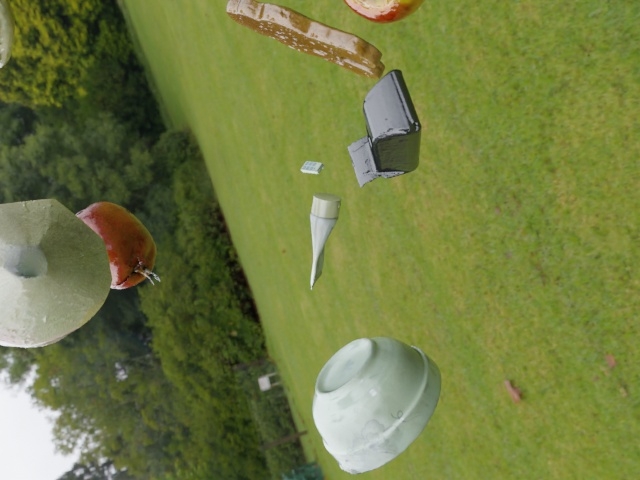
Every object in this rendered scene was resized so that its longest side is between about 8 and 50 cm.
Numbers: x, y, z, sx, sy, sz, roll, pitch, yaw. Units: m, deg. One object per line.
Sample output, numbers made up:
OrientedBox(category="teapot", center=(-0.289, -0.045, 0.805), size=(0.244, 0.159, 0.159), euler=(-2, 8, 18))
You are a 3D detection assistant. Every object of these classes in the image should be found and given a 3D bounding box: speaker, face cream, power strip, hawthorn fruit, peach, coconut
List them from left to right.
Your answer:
OrientedBox(category="coconut", center=(-0.563, 0.061, 1.211), size=(0.309, 0.297, 0.298), euler=(-22, 82, 58))
OrientedBox(category="hawthorn fruit", center=(-0.509, 0.031, 1.602), size=(0.299, 0.211, 0.211), euler=(26, 147, 19))
OrientedBox(category="power strip", center=(-0.027, -0.240, 2.080), size=(0.090, 0.040, 0.016), euler=(14, 155, 47))
OrientedBox(category="face cream", center=(0.000, 0.000, 1.548), size=(0.114, 0.070, 0.224), euler=(-52, -27, -68))
OrientedBox(category="speaker", center=(0.167, -0.290, 1.753), size=(0.388, 0.184, 0.180), euler=(62, -170, -75))
OrientedBox(category="peach", center=(0.163, -0.675, 1.561), size=(0.281, 0.280, 0.238), euler=(-113, 11, -45))

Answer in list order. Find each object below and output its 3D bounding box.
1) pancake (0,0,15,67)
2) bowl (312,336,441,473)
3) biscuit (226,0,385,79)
OrientedBox(category="pancake", center=(-0.601, -0.415, 1.053), size=(0.282, 0.049, 0.283), euler=(23, 128, 33))
OrientedBox(category="bowl", center=(0.099, 0.327, 1.373), size=(0.163, 0.307, 0.307), euler=(47, 177, -13))
OrientedBox(category="biscuit", center=(-0.025, -0.360, 1.099), size=(0.186, 0.295, 0.044), euler=(1, -67, -83))
